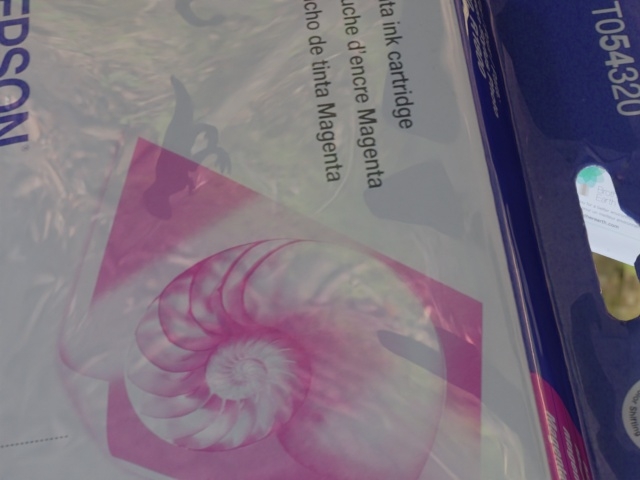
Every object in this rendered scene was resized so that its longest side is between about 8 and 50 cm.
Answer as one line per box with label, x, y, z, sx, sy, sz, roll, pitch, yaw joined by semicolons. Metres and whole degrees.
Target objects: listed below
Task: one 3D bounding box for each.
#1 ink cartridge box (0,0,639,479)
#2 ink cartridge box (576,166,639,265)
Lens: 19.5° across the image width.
ink cartridge box;0.000;0.000;0.774;0.330;0.324;0.071;-10;142;2
ink cartridge box;0.341;-0.164;1.543;0.270;0.395;0.151;21;-147;24
